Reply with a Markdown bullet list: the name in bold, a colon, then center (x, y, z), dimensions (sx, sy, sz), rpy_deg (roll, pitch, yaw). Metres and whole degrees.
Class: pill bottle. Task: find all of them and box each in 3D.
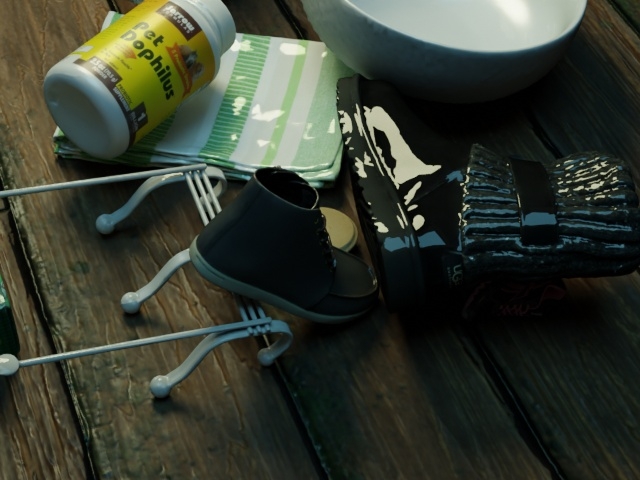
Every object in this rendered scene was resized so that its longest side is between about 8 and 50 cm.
- **pill bottle**: center (-0.191, -0.191, 1.396), dimensions (0.117, 0.117, 0.215), rpy_deg (29, 53, 22)

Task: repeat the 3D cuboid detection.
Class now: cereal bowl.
- **cereal bowl**: center (0.132, -0.275, 1.496), dimensions (0.339, 0.141, 0.339), rpy_deg (8, 45, -8)

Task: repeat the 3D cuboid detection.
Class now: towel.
- **towel**: center (-0.122, -0.168, 1.482), dimensions (0.324, 0.038, 0.248), rpy_deg (8, 49, 5)

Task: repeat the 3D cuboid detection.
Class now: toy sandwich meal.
- **toy sandwich meal**: center (0.000, 0.000, 1.347), dimensions (0.085, 0.029, 0.086), rpy_deg (1, 44, -1)

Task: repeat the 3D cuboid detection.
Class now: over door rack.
- **over door rack**: center (-0.215, 0.033, 1.240), dimensions (0.324, 0.108, 0.239), rpy_deg (-1, 46, -30)

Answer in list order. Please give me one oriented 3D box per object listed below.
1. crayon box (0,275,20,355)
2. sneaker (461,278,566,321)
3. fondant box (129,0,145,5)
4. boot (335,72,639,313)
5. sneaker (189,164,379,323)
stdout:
- **crayon box**: center (-0.451, 0.067, 1.240), dimensions (0.278, 0.081, 0.165), rpy_deg (-17, 52, -15)
- **sneaker**: center (0.200, 0.059, 1.294), dimensions (0.119, 0.047, 0.057), rpy_deg (-25, 66, -20)
- **fondant box**: center (-0.118, -0.457, 1.581), dimensions (0.096, 0.238, 0.330), rpy_deg (29, 50, 35)
- **boot**: center (0.163, -0.068, 1.309), dimensions (0.260, 0.131, 0.348), rpy_deg (-13, 44, -2)
- **sneaker**: center (-0.005, 0.007, 1.224), dimensions (0.222, 0.118, 0.083), rpy_deg (14, 38, -40)
